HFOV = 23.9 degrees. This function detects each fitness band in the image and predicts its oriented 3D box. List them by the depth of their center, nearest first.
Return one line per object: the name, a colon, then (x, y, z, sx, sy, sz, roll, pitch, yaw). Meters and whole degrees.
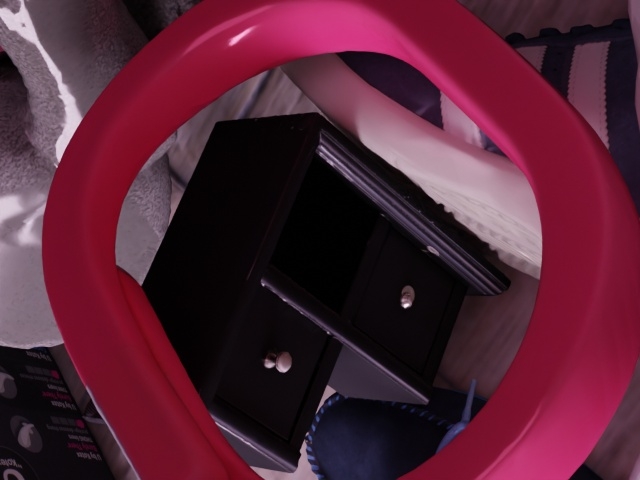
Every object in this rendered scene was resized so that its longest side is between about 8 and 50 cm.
fitness band: (0.000, 0.000, 0.588, 0.209, 0.054, 0.291, -40, 45, 3)

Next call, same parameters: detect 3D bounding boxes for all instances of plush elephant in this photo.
plush elephant: (-0.172, -0.085, 0.826, 0.272, 0.330, 0.255, -39, 46, 12)

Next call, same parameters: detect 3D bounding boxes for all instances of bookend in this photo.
bookend: (-0.005, 0.048, 0.708, 0.072, 0.156, 0.157, 0, 59, 47)

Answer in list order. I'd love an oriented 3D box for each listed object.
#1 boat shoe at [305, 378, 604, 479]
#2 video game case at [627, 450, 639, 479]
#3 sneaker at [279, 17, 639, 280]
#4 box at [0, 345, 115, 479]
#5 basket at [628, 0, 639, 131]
boat shoe: (0.090, 0.134, 0.717, 0.258, 0.089, 0.109, 20, 101, 35)
video game case: (0.213, 0.270, 0.599, 0.300, 0.036, 0.329, 23, 104, 14)
sneaker: (0.125, -0.056, 0.690, 0.350, 0.131, 0.148, 34, 87, 38)
box: (-0.261, 0.108, 0.926, 0.165, 0.143, 0.270, -38, 67, 15)
basket: (0.267, -0.038, 0.406, 0.328, 0.266, 0.331, 151, 116, -77)
